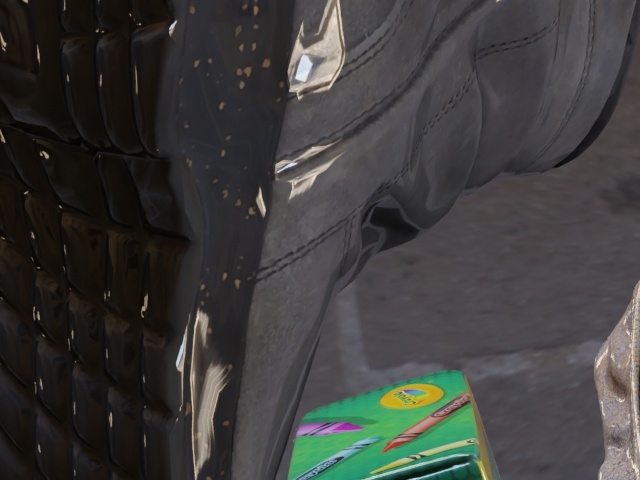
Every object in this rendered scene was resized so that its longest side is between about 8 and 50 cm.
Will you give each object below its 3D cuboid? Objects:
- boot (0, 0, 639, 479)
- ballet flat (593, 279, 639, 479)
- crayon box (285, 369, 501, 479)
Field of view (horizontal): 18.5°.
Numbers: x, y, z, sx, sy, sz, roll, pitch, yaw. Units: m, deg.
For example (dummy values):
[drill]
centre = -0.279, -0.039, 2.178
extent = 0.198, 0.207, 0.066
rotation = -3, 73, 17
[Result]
[boot]
centre = 0.000, 0.000, 0.495
extent = 0.118, 0.223, 0.338
rotation = 29, 121, 28
[ballet flat]
centre = 0.182, 0.100, 0.919
extent = 0.108, 0.316, 0.106
rotation = 14, 116, -9
[crayon box]
centre = 0.065, 0.206, 0.803
extent = 0.081, 0.165, 0.278
rotation = -18, 96, 4
